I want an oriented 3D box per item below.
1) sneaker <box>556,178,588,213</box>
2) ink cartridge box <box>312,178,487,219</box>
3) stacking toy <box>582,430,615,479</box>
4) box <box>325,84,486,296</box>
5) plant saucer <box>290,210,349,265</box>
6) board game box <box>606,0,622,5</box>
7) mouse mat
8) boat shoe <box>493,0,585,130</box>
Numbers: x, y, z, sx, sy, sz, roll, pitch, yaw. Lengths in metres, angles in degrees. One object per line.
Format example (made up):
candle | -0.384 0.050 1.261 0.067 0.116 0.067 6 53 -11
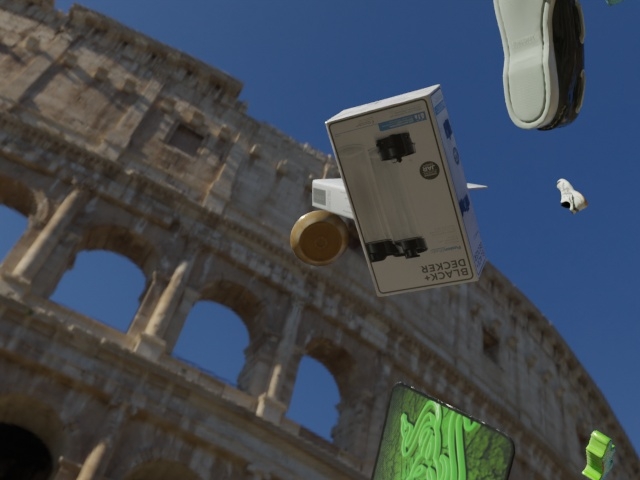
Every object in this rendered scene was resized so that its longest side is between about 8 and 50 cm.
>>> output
sneaker | 0.440 -0.079 1.325 0.037 0.083 0.032 -38 -54 9
ink cartridge box | 0.141 -0.082 1.411 0.238 0.275 0.060 -3 -80 -21
stacking toy | 0.317 0.298 0.688 0.167 0.052 0.221 28 -38 43
box | 0.134 -0.071 1.127 0.169 0.087 0.290 -10 -73 23
plant saucer | 0.000 0.000 1.034 0.083 0.015 0.084 -2 -69 -6
board game box | 0.185 -0.392 0.571 0.079 0.336 0.254 -22 -33 12
mouse mat | 0.097 0.241 0.675 0.007 0.152 0.190 10 -86 -39
boat shoe | 0.311 -0.306 1.034 0.114 0.091 0.303 12 -75 54
